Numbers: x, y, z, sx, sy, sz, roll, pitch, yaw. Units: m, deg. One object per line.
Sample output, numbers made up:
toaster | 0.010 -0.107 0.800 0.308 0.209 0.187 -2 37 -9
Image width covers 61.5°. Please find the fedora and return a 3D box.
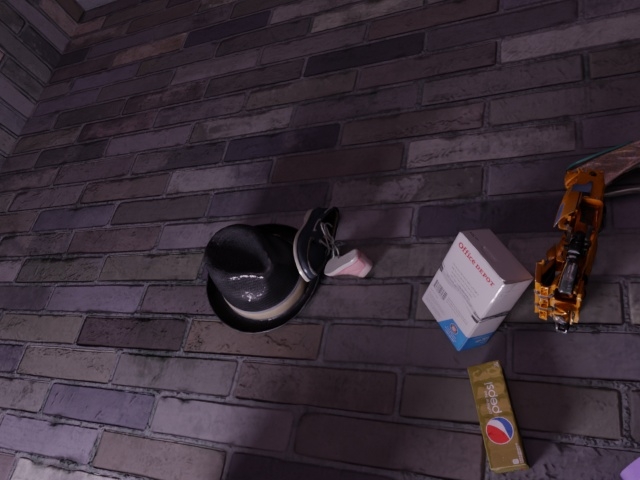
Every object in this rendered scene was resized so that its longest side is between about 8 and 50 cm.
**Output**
fedora | -0.173 0.062 1.313 0.333 0.152 0.334 -14 56 21

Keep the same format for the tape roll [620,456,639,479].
tape roll | 0.530 0.318 0.753 0.189 0.189 0.080 -34 52 6

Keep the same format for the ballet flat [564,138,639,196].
ballet flat | 0.649 -0.161 1.054 0.316 0.107 0.106 -27 72 18

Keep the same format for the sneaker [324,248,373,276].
sneaker | 0.068 0.065 1.253 0.134 0.070 0.051 -27 39 50

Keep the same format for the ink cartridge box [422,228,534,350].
ink cartridge box | 0.290 0.093 1.020 0.140 0.082 0.191 60 142 38

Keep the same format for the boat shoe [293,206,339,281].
boat shoe | 0.000 0.000 1.263 0.079 0.095 0.254 -16 26 19

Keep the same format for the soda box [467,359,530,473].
soda box | 0.315 0.312 0.957 0.061 0.058 0.181 -18 54 19

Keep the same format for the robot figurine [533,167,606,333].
robot figurine | 0.453 0.022 0.975 0.085 0.211 0.291 13 58 30
